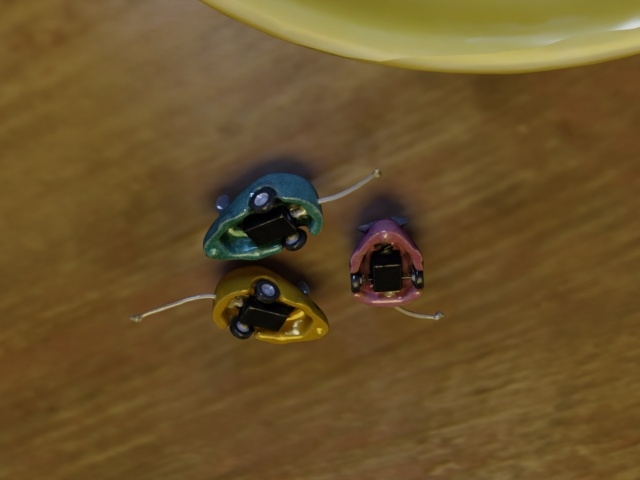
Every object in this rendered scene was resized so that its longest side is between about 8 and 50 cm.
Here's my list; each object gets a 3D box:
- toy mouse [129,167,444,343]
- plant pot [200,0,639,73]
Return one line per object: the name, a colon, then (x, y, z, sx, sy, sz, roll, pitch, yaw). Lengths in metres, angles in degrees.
toy mouse: (0.000, 0.000, 0.858, 0.161, 0.031, 0.143, 11, 138, -16)
plant pot: (0.044, -0.214, 0.455, 0.254, 0.239, 0.254, -2, 140, -1)
